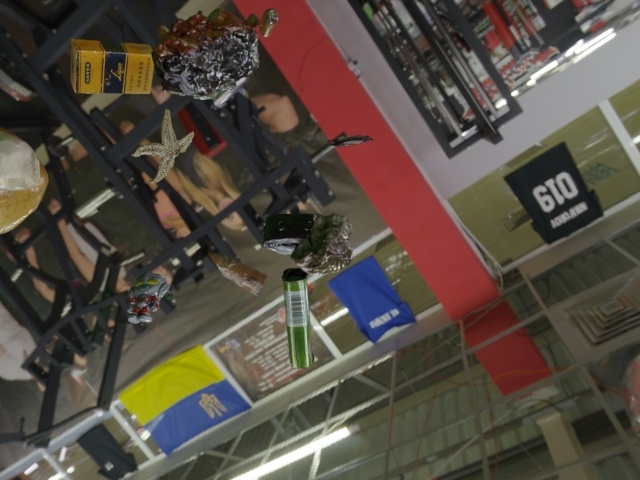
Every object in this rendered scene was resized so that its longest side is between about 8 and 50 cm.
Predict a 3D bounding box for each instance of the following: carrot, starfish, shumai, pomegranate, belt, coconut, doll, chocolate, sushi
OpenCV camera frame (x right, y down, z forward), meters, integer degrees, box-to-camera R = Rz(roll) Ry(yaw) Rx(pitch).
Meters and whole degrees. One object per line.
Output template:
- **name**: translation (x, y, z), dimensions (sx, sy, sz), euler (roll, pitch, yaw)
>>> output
- **carrot**: translation (-0.349, 0.121, 1.879), dimensions (0.102, 0.263, 0.102), euler (-54, -170, 14)
- **starfish**: translation (-0.557, -0.321, 1.589), dimensions (0.247, 0.138, 0.050), euler (-51, -156, 2)
- **shumai**: translation (-0.002, 0.001, 1.364), dimensions (0.183, 0.186, 0.218), euler (-23, 165, 36)
- **pomegranate**: translation (-1.146, -0.193, 1.523), dimensions (0.410, 0.410, 0.410), euler (-35, -173, 5)
- **belt**: translation (-0.083, -0.033, 1.819), dimensions (0.289, 0.164, 0.184), euler (3, 156, 5)
- **coconut**: translation (-0.649, -0.166, 0.944), dimensions (0.110, 0.125, 0.110), euler (-4, -177, 0)
- **doll**: translation (-0.401, 0.127, 1.053), dimensions (0.094, 0.079, 0.180), euler (-6, -149, -5)
- **carrot**: translation (-0.204, -0.844, 1.762), dimensions (0.060, 0.060, 0.186), euler (-38, -167, -13)
- **chocolate**: translation (0.119, -0.408, 1.842), dimensions (0.182, 0.028, 0.086), euler (-11, -151, -7)
- **sushi**: translation (-0.297, -0.528, 1.270), dimensions (0.343, 0.196, 0.182), euler (-47, 160, -35)

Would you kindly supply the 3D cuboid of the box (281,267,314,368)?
- **box**: translation (-0.077, 0.276, 1.632), dimensions (0.097, 0.346, 0.134), euler (-4, -164, 0)

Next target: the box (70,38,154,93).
- **box**: translation (-0.661, -0.550, 1.447), dimensions (0.237, 0.070, 0.152), euler (-15, 150, -38)
